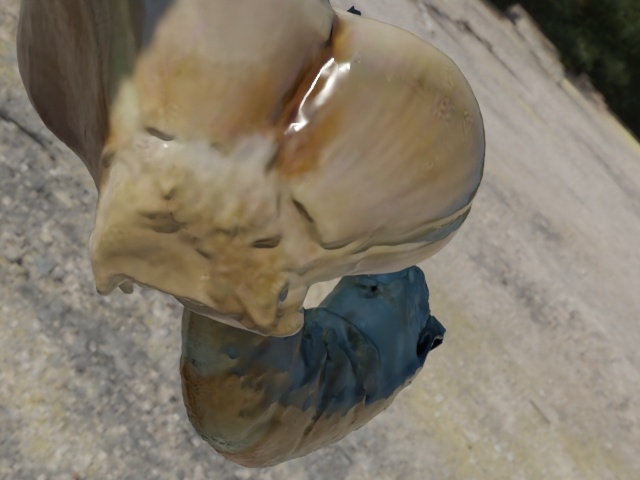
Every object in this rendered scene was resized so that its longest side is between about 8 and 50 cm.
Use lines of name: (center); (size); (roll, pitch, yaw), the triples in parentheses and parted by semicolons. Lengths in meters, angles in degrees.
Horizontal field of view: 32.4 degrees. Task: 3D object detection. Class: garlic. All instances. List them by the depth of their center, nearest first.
garlic: (-0.024, -0.042, 0.388); (0.174, 0.124, 0.099); (18, 20, -22)

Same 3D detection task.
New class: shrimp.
shrimp: (-0.012, 0.031, 0.604); (0.068, 0.185, 0.287); (21, -27, 31)
